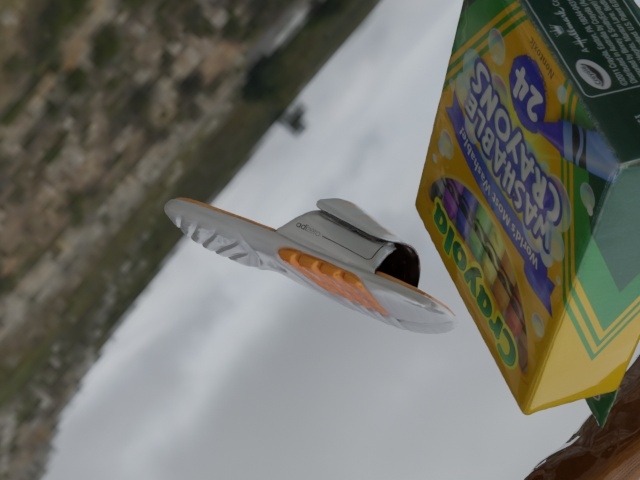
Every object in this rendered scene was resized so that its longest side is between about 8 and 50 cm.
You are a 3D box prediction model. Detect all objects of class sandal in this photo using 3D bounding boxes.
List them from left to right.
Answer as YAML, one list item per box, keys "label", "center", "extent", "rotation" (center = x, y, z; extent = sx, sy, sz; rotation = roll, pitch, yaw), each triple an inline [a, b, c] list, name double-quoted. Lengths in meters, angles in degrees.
- label: "sandal"
  center: [-0.003, -0.004, 1.435]
  extent: [0.076, 0.265, 0.102]
  rotation: [-63, 160, -12]

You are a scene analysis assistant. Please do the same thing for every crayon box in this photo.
- label: "crayon box"
  center: [0.153, -0.027, 1.214]
  extent: [0.083, 0.203, 0.323]
  rotation: [-14, 145, -17]

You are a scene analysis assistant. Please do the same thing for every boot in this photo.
- label: "boot"
  center: [0.195, 0.207, 1.290]
  extent: [0.280, 0.096, 0.264]
  rotation: [-43, -176, 5]
